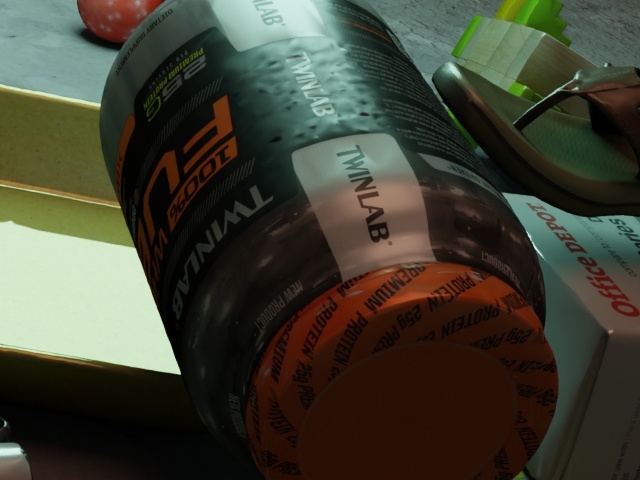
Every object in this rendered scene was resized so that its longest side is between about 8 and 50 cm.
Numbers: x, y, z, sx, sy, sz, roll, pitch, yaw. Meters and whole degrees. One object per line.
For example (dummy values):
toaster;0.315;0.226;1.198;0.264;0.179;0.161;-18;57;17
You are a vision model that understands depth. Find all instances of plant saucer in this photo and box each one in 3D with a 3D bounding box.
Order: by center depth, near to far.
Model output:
plant saucer;-0.184;0.012;1.243;0.333;0.081;0.333;10;31;-9

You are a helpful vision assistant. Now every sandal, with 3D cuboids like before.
sandal;0.200;-0.068;1.182;0.303;0.086;0.120;14;27;-29

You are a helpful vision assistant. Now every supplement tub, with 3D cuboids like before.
supplement tub;0.000;0.000;1.068;0.207;0.207;0.338;5;32;-23

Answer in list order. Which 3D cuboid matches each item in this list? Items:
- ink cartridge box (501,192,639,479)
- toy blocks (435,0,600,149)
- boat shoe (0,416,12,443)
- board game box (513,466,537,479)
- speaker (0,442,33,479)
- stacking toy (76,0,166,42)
ink cartridge box;0.255;0.073;1.236;0.289;0.121;0.211;5;24;-22
toy blocks;0.262;-0.096;1.729;0.261;0.190;0.381;31;5;-9
boat shoe;-0.244;0.100;1.073;0.152;0.049;0.056;18;22;11
board game box;0.157;0.178;1.143;0.208;0.056;0.347;13;21;9
speaker;-0.226;0.137;0.985;0.136;0.055;0.055;1;25;-31
stacking toy;-0.150;-0.285;2.015;0.141;0.141;0.330;25;30;25
